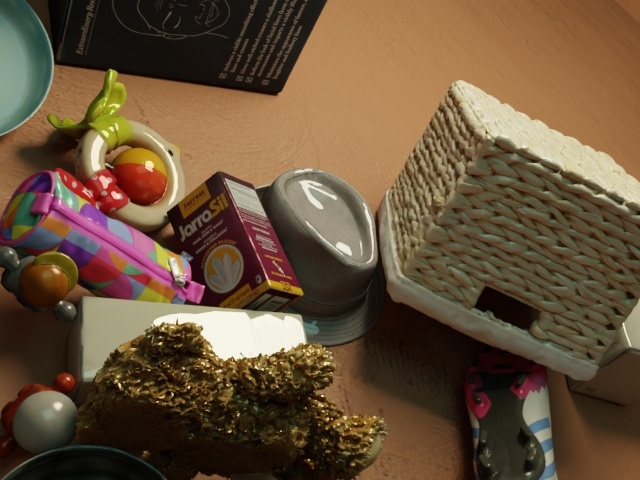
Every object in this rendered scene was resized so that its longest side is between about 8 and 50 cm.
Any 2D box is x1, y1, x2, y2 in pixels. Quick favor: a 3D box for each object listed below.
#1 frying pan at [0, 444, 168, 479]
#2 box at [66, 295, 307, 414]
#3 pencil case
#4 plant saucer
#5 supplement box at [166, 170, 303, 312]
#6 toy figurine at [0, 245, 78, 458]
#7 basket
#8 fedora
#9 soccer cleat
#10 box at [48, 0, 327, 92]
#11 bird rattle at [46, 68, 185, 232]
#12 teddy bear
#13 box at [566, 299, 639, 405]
[{"bbox_3d":[-0.223,0.330,0.635,0.197,0.053,0.326,21,54,-9],"label":"frying pan"},{"bbox_3d":[-0.152,0.145,0.906,0.275,0.094,0.113,8,49,-25],"label":"box"},{"bbox_3d":[-0.249,0.015,0.889,0.236,0.104,0.104,36,35,-42],"label":"pencil case"},{"bbox_3d":[-0.525,-0.258,1.028,0.317,0.044,0.317,16,58,-28],"label":"plant saucer"},{"bbox_3d":[-0.115,0.016,1.015,0.081,0.104,0.188,21,38,-57],"label":"supplement box"},{"bbox_3d":[-0.338,0.107,0.734,0.213,0.148,0.209,4,84,-30],"label":"toy figurine"},{"bbox_3d":[0.286,-0.029,1.136,0.328,0.266,0.331,24,21,-9],"label":"basket"},{"bbox_3d":[0.000,0.000,1.102,0.244,0.124,0.275,-8,58,-35],"label":"fedora"},{"bbox_3d":[0.261,0.267,1.055,0.331,0.116,0.143,-63,140,-61],"label":"soccer cleat"},{"bbox_3d":[-0.208,-0.433,1.231,0.395,0.293,0.212,2,52,-30],"label":"box"},{"bbox_3d":[-0.267,-0.092,1.027,0.207,0.143,0.253,21,46,-38],"label":"bird rattle"},{"bbox_3d":[-0.084,0.188,0.807,0.338,0.245,0.113,17,39,-21],"label":"teddy bear"},{"bbox_3d":[0.477,0.100,1.290,0.121,0.148,0.311,17,47,-18],"label":"box"}]
